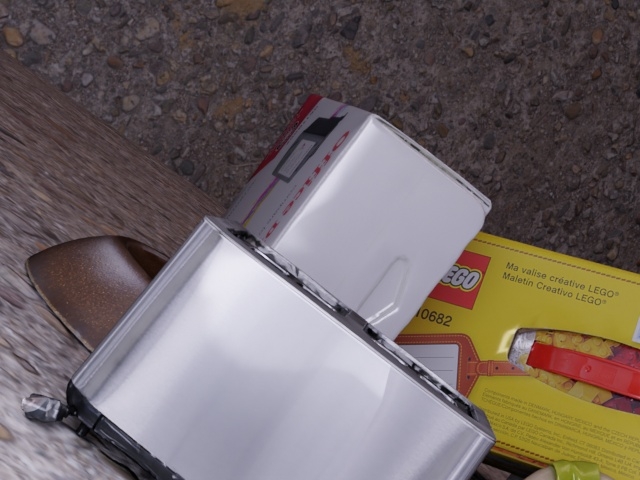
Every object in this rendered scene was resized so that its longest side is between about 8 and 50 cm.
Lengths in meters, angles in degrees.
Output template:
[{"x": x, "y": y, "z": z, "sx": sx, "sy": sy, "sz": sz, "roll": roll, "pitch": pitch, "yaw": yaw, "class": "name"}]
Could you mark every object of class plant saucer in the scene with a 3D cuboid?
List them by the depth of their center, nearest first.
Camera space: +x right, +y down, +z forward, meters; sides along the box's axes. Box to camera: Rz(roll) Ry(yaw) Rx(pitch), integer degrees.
[{"x": -0.048, "y": 0.087, "z": 0.860, "sx": 0.310, "sy": 0.050, "sz": 0.310, "roll": 38, "pitch": 1, "yaw": -1, "class": "plant saucer"}]

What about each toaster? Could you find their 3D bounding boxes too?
[{"x": -0.018, "y": 0.078, "z": 0.619, "sx": 0.168, "sy": 0.110, "sz": 0.185, "roll": 37, "pitch": 2, "yaw": 4, "class": "toaster"}]

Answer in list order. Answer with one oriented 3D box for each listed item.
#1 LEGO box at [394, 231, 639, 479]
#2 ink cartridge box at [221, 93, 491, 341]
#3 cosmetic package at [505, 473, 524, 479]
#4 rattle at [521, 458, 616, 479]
[{"x": 0.319, "y": 0.168, "z": 1.302, "sx": 0.500, "sy": 0.193, "sz": 0.372, "roll": 16, "pitch": -10, "yaw": 29, "class": "LEGO box"}, {"x": 0.000, "y": 0.000, "z": 1.167, "sx": 0.131, "sy": 0.226, "sz": 0.306, "roll": 36, "pitch": 1, "yaw": -11, "class": "ink cartridge box"}, {"x": 0.331, "y": 0.321, "z": 1.534, "sx": 0.239, "sy": 0.099, "sz": 0.060, "roll": 37, "pitch": 4, "yaw": 12, "class": "cosmetic package"}, {"x": 0.213, "y": 0.290, "z": 1.078, "sx": 0.130, "sy": 0.143, "sz": 0.200, "roll": -9, "pitch": 53, "yaw": -41, "class": "rattle"}]
